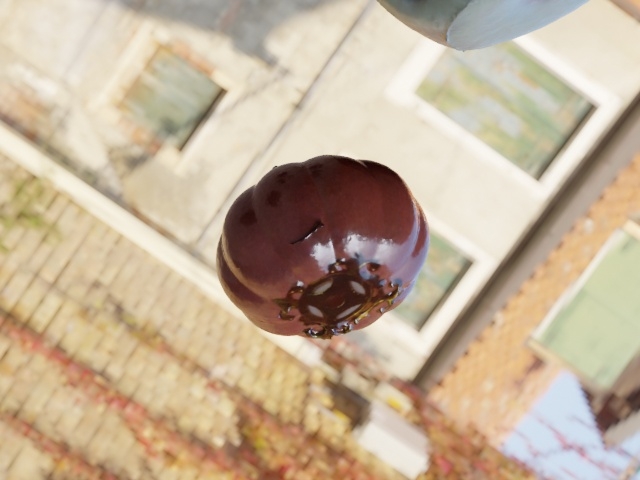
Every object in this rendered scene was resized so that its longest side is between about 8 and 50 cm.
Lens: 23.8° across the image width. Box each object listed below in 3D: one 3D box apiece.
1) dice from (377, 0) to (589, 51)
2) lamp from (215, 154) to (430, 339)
[{"bbox_3d":[0.189,-0.375,1.566,0.268,0.262,0.264,-19,164,-34],"label":"dice"},{"bbox_3d":[0.000,0.000,1.269,0.182,0.182,0.140,-49,-137,37],"label":"lamp"}]
